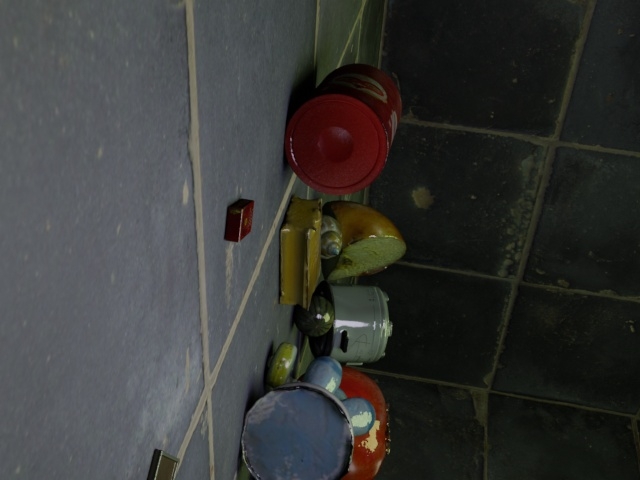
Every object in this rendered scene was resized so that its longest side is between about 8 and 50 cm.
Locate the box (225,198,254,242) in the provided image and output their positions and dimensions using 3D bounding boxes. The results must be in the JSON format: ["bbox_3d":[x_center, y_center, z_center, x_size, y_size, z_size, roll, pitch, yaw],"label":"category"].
[{"bbox_3d":[-0.121,-0.031,1.210,0.082,0.023,0.051,-56,153,-75],"label":"box"}]

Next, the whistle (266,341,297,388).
[{"bbox_3d":[-0.089,0.279,1.808,0.198,0.057,0.104,101,9,-83],"label":"whistle"}]

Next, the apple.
[{"bbox_3d":[0.092,0.006,2.195,0.179,0.254,0.346,-49,172,-22],"label":"apple"}]

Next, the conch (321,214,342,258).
[{"bbox_3d":[0.005,-0.005,2.001,0.116,0.106,0.173,-58,179,-22],"label":"conch"}]

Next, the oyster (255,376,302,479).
[{"bbox_3d":[-0.075,0.476,1.884,0.162,0.158,0.351,-31,-139,39],"label":"oyster"}]

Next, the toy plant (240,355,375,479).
[{"bbox_3d":[-0.014,0.380,1.710,0.332,0.247,0.247,-18,116,-78],"label":"toy plant"}]

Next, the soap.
[{"bbox_3d":[-0.040,0.027,1.751,0.135,0.076,0.233,-72,170,-48],"label":"soap"}]

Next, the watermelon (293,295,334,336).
[{"bbox_3d":[-0.018,0.189,2.058,0.133,0.105,0.105,-114,-150,-73],"label":"watermelon"}]

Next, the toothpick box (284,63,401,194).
[{"bbox_3d":[0.057,-0.239,1.667,0.333,0.204,0.204,-64,162,-65],"label":"toothpick box"}]

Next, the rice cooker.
[{"bbox_3d":[0.065,0.236,2.287,0.280,0.227,0.241,-120,-145,-65],"label":"rice cooker"}]

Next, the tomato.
[{"bbox_3d":[0.045,0.501,2.164,0.325,0.290,0.293,-84,178,-47],"label":"tomato"}]

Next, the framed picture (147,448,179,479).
[{"bbox_3d":[-0.210,0.344,1.018,0.109,0.011,0.149,81,20,-68],"label":"framed picture"}]
